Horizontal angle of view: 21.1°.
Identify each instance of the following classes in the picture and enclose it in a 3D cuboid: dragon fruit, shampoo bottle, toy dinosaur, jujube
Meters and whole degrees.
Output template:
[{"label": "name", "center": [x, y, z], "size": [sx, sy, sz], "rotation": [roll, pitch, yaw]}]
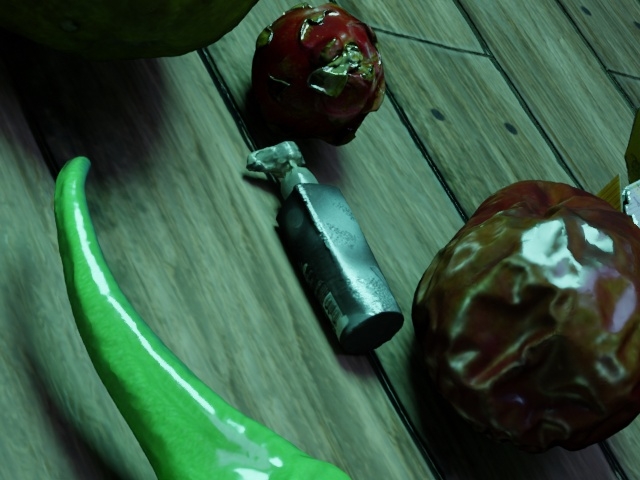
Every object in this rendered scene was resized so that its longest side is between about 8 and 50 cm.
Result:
[{"label": "dragon fruit", "center": [-0.003, -0.166, 1.597], "size": [0.246, 0.125, 0.125], "rotation": [-97, 165, -67]}, {"label": "shampoo bottle", "center": [0.001, -0.001, 1.442], "size": [0.063, 0.057, 0.208], "rotation": [3, 46, -37]}, {"label": "toy dinosaur", "center": [0.004, 0.168, 1.154], "size": [0.374, 0.144, 0.500], "rotation": [24, 39, -37]}, {"label": "jujube", "center": [0.196, 0.048, 1.474], "size": [0.216, 0.216, 0.342], "rotation": [39, 16, -4]}]

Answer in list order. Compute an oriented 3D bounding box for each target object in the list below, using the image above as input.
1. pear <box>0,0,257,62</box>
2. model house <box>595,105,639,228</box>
[{"label": "pear", "center": [-0.176, -0.334, 1.392], "size": [0.352, 0.352, 0.413], "rotation": [9, 67, -43]}, {"label": "model house", "center": [0.327, -0.005, 1.753], "size": [0.136, 0.207, 0.219], "rotation": [-27, 68, -19]}]
